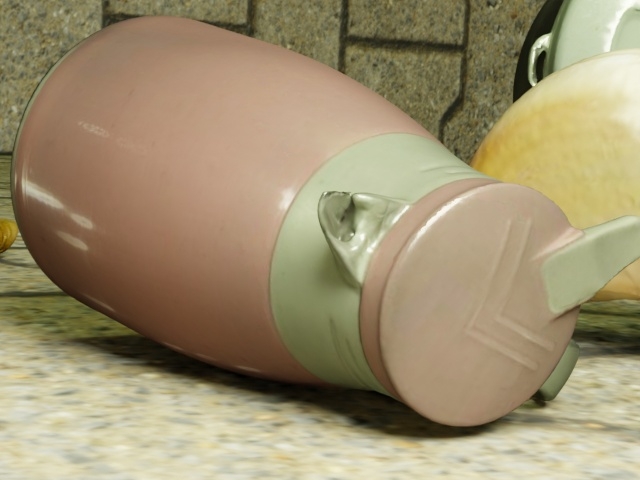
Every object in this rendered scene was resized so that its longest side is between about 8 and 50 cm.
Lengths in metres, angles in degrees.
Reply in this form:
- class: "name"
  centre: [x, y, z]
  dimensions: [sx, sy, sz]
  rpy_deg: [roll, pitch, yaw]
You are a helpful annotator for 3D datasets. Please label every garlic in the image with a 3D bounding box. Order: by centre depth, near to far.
- class: "garlic"
  centre: [0.175, -0.012, 0.760]
  dimensions: [0.145, 0.164, 0.245]
  rpy_deg: [36, -17, -35]

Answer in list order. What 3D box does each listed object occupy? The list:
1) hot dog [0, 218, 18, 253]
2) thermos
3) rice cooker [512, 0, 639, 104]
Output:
- class: "hot dog"
  centre: [-0.244, 0.001, 1.009]
  dimensions: [0.044, 0.028, 0.137]
  rpy_deg: [-23, -9, 24]
- class: "thermos"
  centre: [0.000, 0.000, 0.647]
  dimensions: [0.176, 0.146, 0.265]
  rpy_deg: [31, -5, -38]
- class: "rice cooker"
  centre: [0.291, -0.109, 1.132]
  dimensions: [0.288, 0.288, 0.277]
  rpy_deg: [3, 0, -2]
